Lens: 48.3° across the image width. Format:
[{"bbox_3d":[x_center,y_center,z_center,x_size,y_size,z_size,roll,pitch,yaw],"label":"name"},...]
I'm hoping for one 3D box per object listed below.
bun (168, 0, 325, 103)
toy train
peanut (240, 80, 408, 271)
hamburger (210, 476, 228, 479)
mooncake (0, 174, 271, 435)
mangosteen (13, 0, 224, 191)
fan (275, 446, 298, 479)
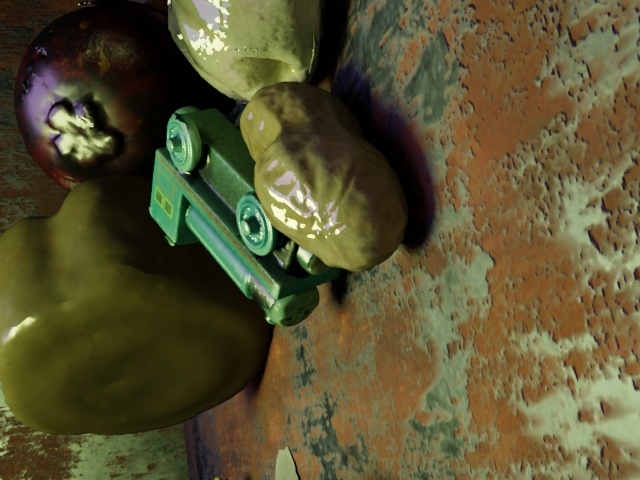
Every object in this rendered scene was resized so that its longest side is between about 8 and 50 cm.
[{"bbox_3d":[-0.085,-0.281,0.792,0.273,0.168,0.272,177,90,-80],"label":"bun"},{"bbox_3d":[-0.093,-0.031,0.849,0.298,0.120,0.194,45,135,33],"label":"toy train"},{"bbox_3d":[-0.011,-0.070,0.678,0.274,0.125,0.111,-120,30,-52],"label":"peanut"},{"bbox_3d":[-0.230,0.629,1.426,0.291,0.225,0.290,167,90,-73],"label":"hamburger"},{"bbox_3d":[-0.317,0.124,1.201,0.467,0.467,0.262,103,150,-46],"label":"mooncake"},{"bbox_3d":[-0.343,-0.264,1.334,0.381,0.421,0.381,22,131,29],"label":"mangosteen"},{"bbox_3d":[-0.024,0.514,1.086,0.233,0.012,0.414,101,159,-44],"label":"fan"}]
